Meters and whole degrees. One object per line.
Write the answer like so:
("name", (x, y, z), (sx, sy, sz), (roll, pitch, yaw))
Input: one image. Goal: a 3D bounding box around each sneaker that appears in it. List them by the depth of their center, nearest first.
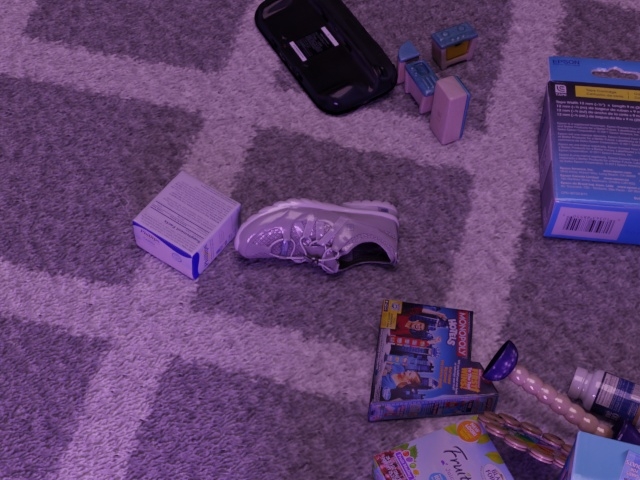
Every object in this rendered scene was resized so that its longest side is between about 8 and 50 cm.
("sneaker", (0.000, 0.000, 2.056), (0.281, 0.105, 0.115), (-6, 54, -8))

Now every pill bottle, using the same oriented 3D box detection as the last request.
("pill bottle", (0.444, 0.238, 1.926), (0.120, 0.067, 0.067), (21, 56, 12))

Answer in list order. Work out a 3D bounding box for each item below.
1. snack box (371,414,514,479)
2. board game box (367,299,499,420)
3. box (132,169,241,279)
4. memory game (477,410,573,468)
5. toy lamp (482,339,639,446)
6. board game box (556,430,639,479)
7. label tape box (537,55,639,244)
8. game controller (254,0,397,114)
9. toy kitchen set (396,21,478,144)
("snack box", (0.195, 0.378, 1.811), (0.174, 0.070, 0.207), (-18, 58, -15))
("board game box", (0.181, 0.197, 1.949), (0.194, 0.060, 0.194), (9, 54, 2))
("box", (-0.220, -0.026, 2.086), (0.126, 0.072, 0.137), (30, 57, 18))
("memory game", (0.315, 0.293, 1.833), (0.186, 0.186, 0.012), (25, 96, 15))
("toy lamp", (0.376, 0.254, 1.878), (0.275, 0.080, 0.080), (37, 59, 2))
("board game box", (0.487, 0.384, 1.706), (0.336, 0.253, 0.079), (12, 57, 7))
("label tape box", (0.515, -0.160, 2.196), (0.249, 0.115, 0.347), (5, 51, 0))
("game controller", (0.006, -0.368, 2.364), (0.166, 0.067, 0.319), (-31, 60, -6))
("toy kitchen set", (0.249, -0.308, 2.282), (0.166, 0.122, 0.207), (-21, 58, -17))
